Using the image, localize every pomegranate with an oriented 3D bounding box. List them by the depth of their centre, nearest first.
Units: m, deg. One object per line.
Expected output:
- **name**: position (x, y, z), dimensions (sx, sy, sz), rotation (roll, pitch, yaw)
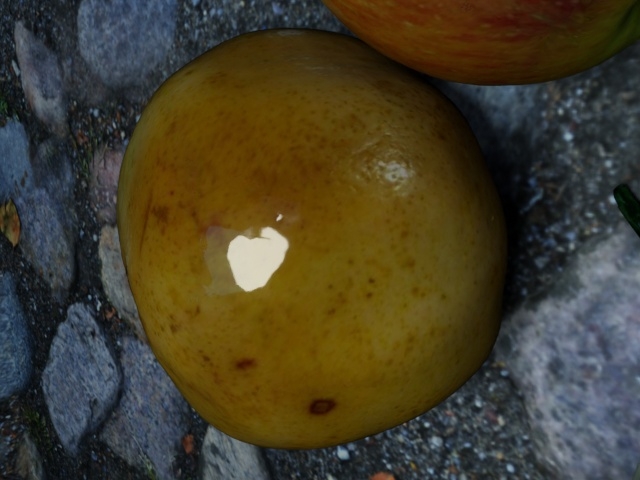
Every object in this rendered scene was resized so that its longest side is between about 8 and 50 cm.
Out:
- **pomegranate**: position (0.000, 0.000, 0.696), dimensions (0.417, 0.417, 0.416), rotation (14, 111, 42)

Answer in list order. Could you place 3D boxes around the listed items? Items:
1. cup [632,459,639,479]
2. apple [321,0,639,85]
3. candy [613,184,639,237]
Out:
- **cup**: position (0.276, 0.305, 0.602), dimensions (0.228, 0.301, 0.257), rotation (17, 157, 14)
- **apple**: position (0.140, -0.275, 0.500), dimensions (0.340, 0.340, 0.339), rotation (14, 111, 42)
- **candy**: position (0.342, 0.080, 0.579), dimensions (0.097, 0.097, 0.323), rotation (-49, 59, 41)
